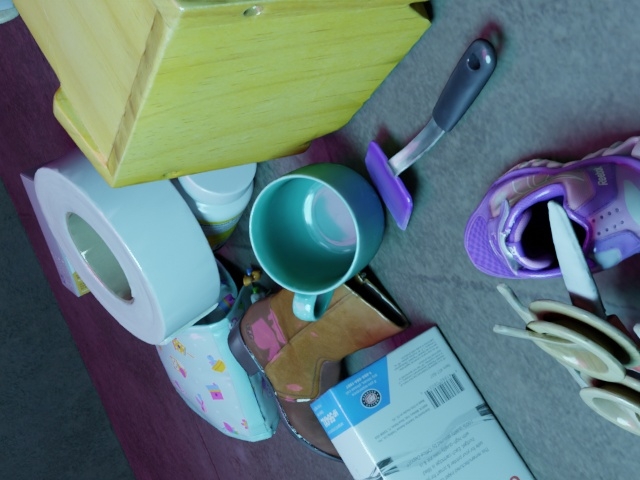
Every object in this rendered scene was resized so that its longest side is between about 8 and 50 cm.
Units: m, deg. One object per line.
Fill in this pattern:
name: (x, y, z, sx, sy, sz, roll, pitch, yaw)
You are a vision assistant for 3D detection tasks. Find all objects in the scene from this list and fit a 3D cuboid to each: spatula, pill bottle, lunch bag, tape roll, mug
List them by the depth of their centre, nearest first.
spatula: (0.095, -0.095, 0.832, 0.084, 0.030, 0.296, 59, 155, 13)
mug: (-0.004, -0.009, 0.980, 0.129, 0.097, 0.157, 43, 121, 9)
tape roll: (-0.260, 0.000, 1.229, 0.286, 0.100, 0.286, 37, 149, 27)
pill bottle: (-0.157, -0.064, 1.232, 0.119, 0.119, 0.208, 58, 154, 10)
lunch bag: (-0.157, 0.167, 1.403, 0.262, 0.160, 0.223, 30, 141, 59)

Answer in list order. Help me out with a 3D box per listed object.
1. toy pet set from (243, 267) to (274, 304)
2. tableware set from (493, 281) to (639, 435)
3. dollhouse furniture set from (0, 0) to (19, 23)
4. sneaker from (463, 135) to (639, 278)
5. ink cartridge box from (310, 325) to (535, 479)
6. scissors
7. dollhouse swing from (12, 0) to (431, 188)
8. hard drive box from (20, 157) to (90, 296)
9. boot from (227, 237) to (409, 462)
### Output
toy pet set: (-0.065, 0.104, 1.314, 0.114, 0.065, 0.122, -79, -27, -74)
tableware set: (0.209, 0.106, 0.678, 0.128, 0.039, 0.194, 17, 160, 47)
dollhouse furniture set: (-0.263, -0.342, 0.936, 0.303, 0.286, 0.198, 114, 138, -71)
sneaker: (0.168, -0.009, 0.694, 0.095, 0.104, 0.236, 63, 156, -2)
ink cartridge box: (0.108, 0.218, 0.967, 0.203, 0.148, 0.086, 59, 153, 10)
scissors: (0.185, 0.050, 0.654, 0.109, 0.021, 0.297, 20, 163, 49)
dollhouse swing: (-0.125, -0.258, 0.832, 0.347, 0.315, 0.305, -44, 62, 63)
hard drive box: (-0.412, -0.044, 1.656, 0.089, 0.181, 0.232, 23, 135, 53)
boot: (0.032, 0.144, 1.143, 0.264, 0.096, 0.280, 52, 139, 5)
